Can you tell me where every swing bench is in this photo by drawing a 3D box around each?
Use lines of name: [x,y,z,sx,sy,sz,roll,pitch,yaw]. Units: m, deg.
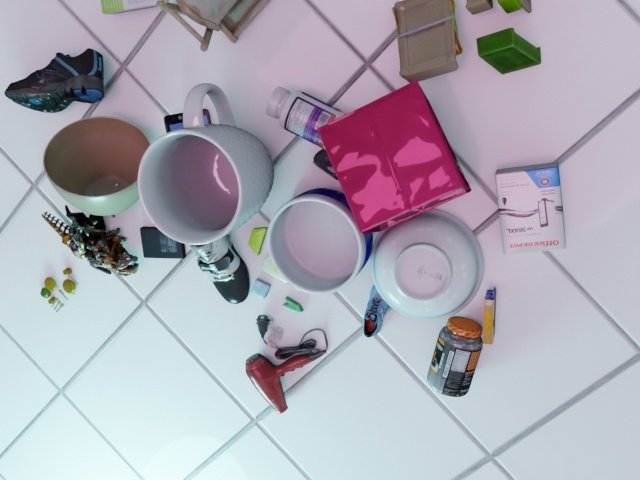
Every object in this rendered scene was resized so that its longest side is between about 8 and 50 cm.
swing bench: [-0.218,-0.609,1.643,0.165,0.255,0.253,44,113,-8]

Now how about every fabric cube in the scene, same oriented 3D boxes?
fabric cube: [0.179,-0.184,1.603,0.259,0.254,0.258,-24,84,14]

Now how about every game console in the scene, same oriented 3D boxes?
game console: [-0.360,-0.293,1.886,0.071,0.107,0.122,3,108,47]

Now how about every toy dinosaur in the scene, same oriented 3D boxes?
toy dinosaur: [-0.690,-0.005,2.039,0.321,0.164,0.218,13,127,-8]

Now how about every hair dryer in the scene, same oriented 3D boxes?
hair dryer: [-0.111,0.373,1.986,0.223,0.080,0.294,15,110,13]

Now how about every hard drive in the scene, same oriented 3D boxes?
hard drive: [-0.468,0.006,2.029,0.135,0.022,0.094,1,105,18]

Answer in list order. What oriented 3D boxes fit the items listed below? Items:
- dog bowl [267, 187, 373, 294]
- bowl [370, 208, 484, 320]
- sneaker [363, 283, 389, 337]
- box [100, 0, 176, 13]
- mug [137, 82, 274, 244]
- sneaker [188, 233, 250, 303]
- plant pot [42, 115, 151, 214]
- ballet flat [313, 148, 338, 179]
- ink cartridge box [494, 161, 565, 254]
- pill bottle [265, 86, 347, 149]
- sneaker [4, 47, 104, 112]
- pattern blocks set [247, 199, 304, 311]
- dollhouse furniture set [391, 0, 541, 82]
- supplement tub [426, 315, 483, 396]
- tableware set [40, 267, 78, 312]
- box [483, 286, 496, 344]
dog bowl: [0.000,0.000,1.789,0.264,0.104,0.265,8,111,20]
bowl: [0.261,0.071,1.727,0.297,0.134,0.298,2,98,13]
sneaker: [0.151,0.192,1.852,0.063,0.073,0.162,13,106,14]
box: [-0.446,-0.735,1.797,0.322,0.058,0.232,-2,104,17]
mug: [-0.267,-0.208,1.738,0.276,0.328,0.374,-3,104,18]
sneaker: [-0.304,0.041,1.922,0.122,0.146,0.331,-16,101,20]
plant pot: [-0.606,-0.177,1.914,0.284,0.284,0.191,25,147,10]
ballet flat: [0.071,-0.170,1.781,0.203,0.074,0.074,42,113,6]
ink cartridge box: [0.508,-0.076,1.654,0.148,0.086,0.203,-6,102,19]
pill bottle: [-0.038,-0.317,1.752,0.193,0.108,0.108,28,112,9]
sneaker: [-0.752,-0.455,1.960,0.340,0.125,0.140,-2,77,22]
pattern blocks set: [-0.071,0.044,1.909,0.285,0.026,0.325,17,110,13]
dollhouse furniture set: [0.338,-0.488,1.607,0.301,0.151,0.198,-8,82,37]
supplement tub: [0.355,0.302,1.794,0.117,0.117,0.190,17,109,13]
tableware set: [-0.835,0.149,2.191,0.104,0.024,0.154,44,114,6]
box: [0.434,0.188,1.756,0.028,0.081,0.136,1,105,18]
